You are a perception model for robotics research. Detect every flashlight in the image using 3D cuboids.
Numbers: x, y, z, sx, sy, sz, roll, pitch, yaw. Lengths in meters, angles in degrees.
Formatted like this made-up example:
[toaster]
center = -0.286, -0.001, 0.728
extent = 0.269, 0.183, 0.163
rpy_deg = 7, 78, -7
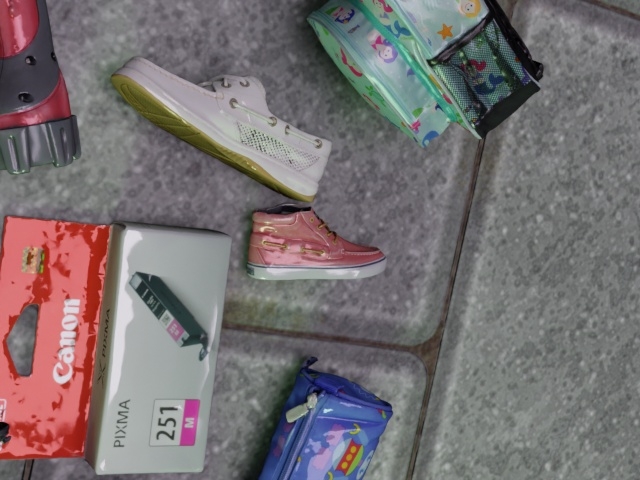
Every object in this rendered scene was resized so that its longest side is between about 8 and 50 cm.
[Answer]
[flashlight]
center = -0.308, -0.220, 1.039
extent = 0.103, 0.103, 0.303
rpy_deg = -14, 105, -22

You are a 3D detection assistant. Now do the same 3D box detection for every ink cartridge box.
[ink cartridge box]
center = -0.230, 0.116, 1.157
extent = 0.239, 0.060, 0.275
rpy_deg = 5, 96, -29

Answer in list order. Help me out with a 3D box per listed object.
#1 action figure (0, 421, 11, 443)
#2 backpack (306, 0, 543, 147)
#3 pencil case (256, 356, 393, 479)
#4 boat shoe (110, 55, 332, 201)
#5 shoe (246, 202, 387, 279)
[action figure]
center = -0.385, 0.315, 1.058
extent = 0.141, 0.164, 0.275
rpy_deg = 7, 85, -39
[backpack]
center = 0.099, -0.244, 1.171
extent = 0.191, 0.225, 0.253
rpy_deg = -35, 124, -1
[pencil case]
center = -0.028, 0.297, 1.255
extent = 0.133, 0.119, 0.306
rpy_deg = 32, 82, -52
[boat shoe]
center = -0.100, -0.139, 1.166
extent = 0.277, 0.098, 0.096
rpy_deg = 30, 84, -37
[shoe]
center = 0.000, 0.000, 1.254
extent = 0.178, 0.063, 0.081
rpy_deg = -2, 104, -23
